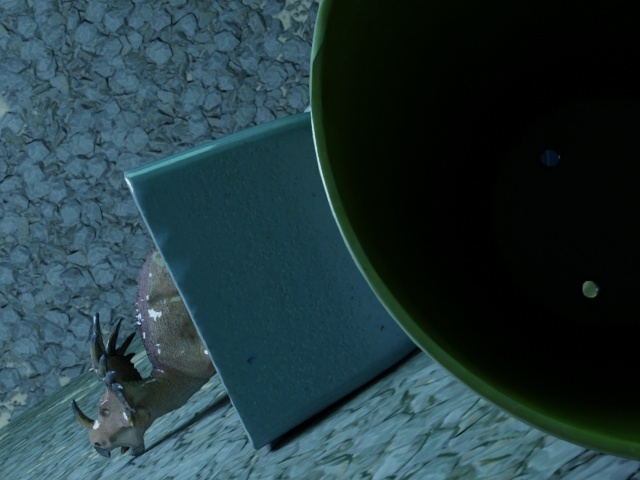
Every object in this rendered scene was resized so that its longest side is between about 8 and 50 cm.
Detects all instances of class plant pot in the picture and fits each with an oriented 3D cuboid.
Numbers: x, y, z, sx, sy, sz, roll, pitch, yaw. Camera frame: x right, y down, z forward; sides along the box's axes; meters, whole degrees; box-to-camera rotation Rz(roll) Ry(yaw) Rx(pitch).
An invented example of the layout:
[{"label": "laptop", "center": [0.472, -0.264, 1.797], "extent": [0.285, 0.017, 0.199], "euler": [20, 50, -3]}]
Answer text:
[{"label": "plant pot", "center": [0.000, 0.000, 1.142], "extent": [0.252, 0.248, 0.247], "euler": [-25, 5, -3]}, {"label": "plant pot", "center": [0.151, -0.036, 0.597], "extent": [0.275, 0.275, 0.293], "euler": [-33, -12, 1]}]

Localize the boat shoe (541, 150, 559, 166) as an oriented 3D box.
[{"label": "boat shoe", "center": [0.196, -0.041, 0.917], "extent": [0.183, 0.066, 0.066], "euler": [5, -6, -29]}]

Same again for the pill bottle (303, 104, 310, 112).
[{"label": "pill bottle", "center": [0.111, -0.137, 1.339], "extent": [0.188, 0.188, 0.334], "euler": [-36, 6, -32]}]

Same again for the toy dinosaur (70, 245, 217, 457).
[{"label": "toy dinosaur", "center": [-0.157, 0.080, 1.387], "extent": [0.200, 0.296, 0.127], "euler": [5, -22, 2]}]

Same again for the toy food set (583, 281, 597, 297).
[{"label": "toy food set", "center": [0.153, 0.050, 0.841], "extent": [0.132, 0.038, 0.192], "euler": [-39, 10, 5]}]
